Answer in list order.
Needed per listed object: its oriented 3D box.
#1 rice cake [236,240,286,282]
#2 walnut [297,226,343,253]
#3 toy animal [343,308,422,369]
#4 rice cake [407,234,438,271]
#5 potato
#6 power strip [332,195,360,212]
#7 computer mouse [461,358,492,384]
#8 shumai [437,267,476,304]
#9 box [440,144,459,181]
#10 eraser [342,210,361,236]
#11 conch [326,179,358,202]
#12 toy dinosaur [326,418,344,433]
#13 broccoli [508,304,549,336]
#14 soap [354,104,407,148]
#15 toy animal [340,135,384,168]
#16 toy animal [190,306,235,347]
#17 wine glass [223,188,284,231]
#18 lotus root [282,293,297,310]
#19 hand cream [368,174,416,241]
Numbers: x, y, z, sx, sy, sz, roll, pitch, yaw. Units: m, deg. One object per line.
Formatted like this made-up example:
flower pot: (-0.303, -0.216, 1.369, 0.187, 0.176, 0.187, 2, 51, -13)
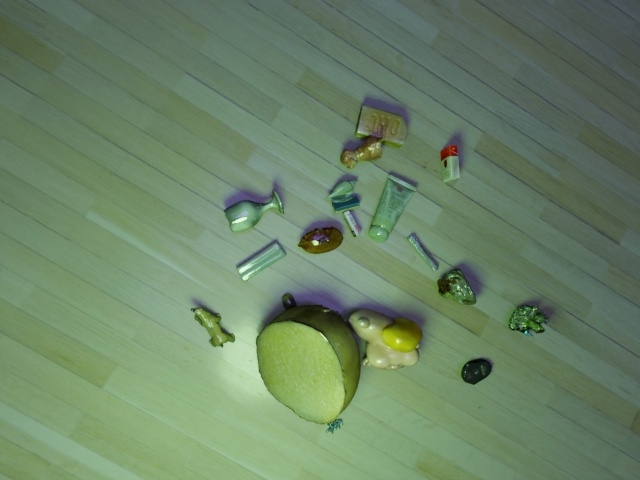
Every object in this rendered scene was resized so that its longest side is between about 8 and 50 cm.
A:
rice cake: (-0.261, 0.091, 1.825, 0.221, 0.042, 0.080, -33, 92, -9)
walnut: (0.000, 0.000, 1.837, 0.207, 0.116, 0.116, -13, 87, -9)
toy animal: (0.265, 0.445, 1.767, 0.345, 0.277, 0.247, 15, 96, -10)
rice cake: (0.474, 0.060, 1.939, 0.033, 0.033, 0.208, -40, 92, -8)
potato: (-0.017, 0.470, 1.713, 0.385, 0.319, 0.442, -12, 96, 31)
power strip: (0.117, -0.163, 1.896, 0.123, 0.032, 0.056, -15, 48, -9)
computer mouse: (0.704, 0.595, 1.913, 0.172, 0.057, 0.099, -11, 84, -21)
shumai: (0.608, 0.231, 1.897, 0.142, 0.184, 0.184, -25, 89, 14)
box: (0.604, -0.356, 1.964, 0.048, 0.100, 0.152, 0, 85, -11)
eraser: (0.140, -0.074, 1.893, 0.029, 0.052, 0.122, -27, 88, -11)
conch: (0.108, -0.223, 1.897, 0.180, 0.065, 0.088, -37, 100, -15)
toy dinosaur: (0.059, 0.801, 1.809, 0.083, 0.030, 0.047, -20, 86, -9)
broccoli: (0.956, 0.375, 1.920, 0.167, 0.160, 0.154, 23, 109, -16)
soap: (0.284, -0.526, 1.946, 0.232, 0.073, 0.140, 13, 87, -8)
toy animal: (0.180, -0.399, 1.865, 0.185, 0.184, 0.104, -13, 79, -9)
toy animal: (-0.450, 0.357, 1.741, 0.103, 0.101, 0.219, -32, 90, -8)
wine glass: (-0.286, -0.126, 1.800, 0.241, 0.126, 0.126, -22, 88, -12)
lotus root: (-0.132, 0.279, 1.822, 0.054, 0.049, 0.099, -25, 95, -12)
hand cream: (0.315, -0.141, 1.906, 0.147, 0.093, 0.306, 27, 80, 0)
